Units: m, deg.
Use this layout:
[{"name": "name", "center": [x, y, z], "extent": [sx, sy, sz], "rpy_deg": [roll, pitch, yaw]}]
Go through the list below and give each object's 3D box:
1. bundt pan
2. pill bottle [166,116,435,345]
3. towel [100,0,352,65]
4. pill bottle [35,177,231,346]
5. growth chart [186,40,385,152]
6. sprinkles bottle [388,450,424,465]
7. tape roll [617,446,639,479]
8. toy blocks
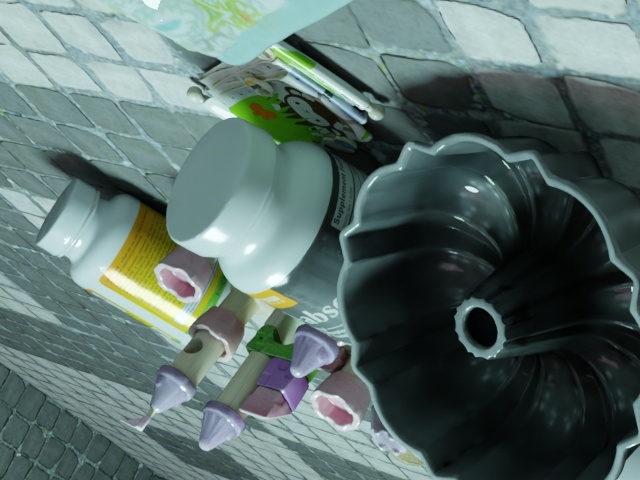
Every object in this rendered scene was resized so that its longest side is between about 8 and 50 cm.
[{"name": "bundt pan", "center": [0.172, 0.058, 1.152], "extent": [0.331, 0.124, 0.331], "rpy_deg": [18, 117, 40]}, {"name": "pill bottle", "center": [0.000, 0.000, 1.308], "extent": [0.278, 0.162, 0.162], "rpy_deg": [28, 163, -30]}, {"name": "towel", "center": [-0.118, -0.262, 0.926], "extent": [0.320, 0.090, 0.374], "rpy_deg": [32, 160, -19]}, {"name": "pill bottle", "center": [-0.240, 0.024, 1.756], "extent": [0.245, 0.136, 0.136], "rpy_deg": [33, 160, -18]}, {"name": "growth chart", "center": [-0.032, -0.128, 1.274], "extent": [0.172, 0.021, 0.237], "rpy_deg": [30, 161, -15]}, {"name": "sprinkles bottle", "center": [0.193, 0.242, 1.778], "extent": [0.121, 0.121, 0.355], "rpy_deg": [30, 163, -12]}, {"name": "tape roll", "center": [0.364, 0.222, 1.283], "extent": [0.100, 0.286, 0.286], "rpy_deg": [17, 159, 25]}, {"name": "toy blocks", "center": [-0.051, 0.166, 1.599], "extent": [0.288, 0.260, 0.309], "rpy_deg": [12, 141, 32]}]
